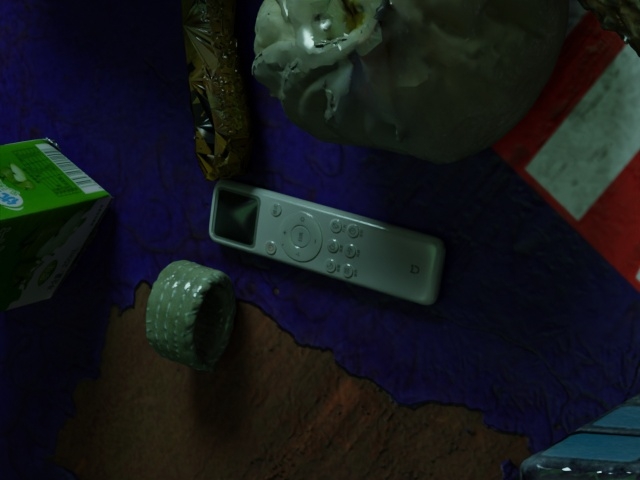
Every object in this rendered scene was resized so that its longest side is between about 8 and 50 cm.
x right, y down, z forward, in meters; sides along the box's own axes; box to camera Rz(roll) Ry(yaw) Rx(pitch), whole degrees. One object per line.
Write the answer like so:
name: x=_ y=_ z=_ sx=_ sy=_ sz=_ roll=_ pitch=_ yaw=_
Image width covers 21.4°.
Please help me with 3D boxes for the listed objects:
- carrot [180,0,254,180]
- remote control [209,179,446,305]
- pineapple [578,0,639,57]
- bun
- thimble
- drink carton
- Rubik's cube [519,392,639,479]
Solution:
carrot: x=-0.104 y=-0.173 z=1.644 sx=0.069 sy=0.069 sz=0.228 roll=-5 pitch=94 yaw=32
remote control: x=0.000 y=0.000 z=1.627 sx=0.261 sy=0.029 sz=0.067 roll=16 pitch=106 yaw=29
pineapple: x=0.323 y=-0.184 z=1.314 sx=0.202 sy=0.202 sz=0.362 roll=-42 pitch=87 yaw=30
bun: x=0.068 y=-0.190 z=1.451 sx=0.282 sy=0.205 sz=0.281 roll=7 pitch=103 yaw=30
thimble: x=-0.128 y=0.077 z=1.688 sx=0.062 sy=0.084 sz=0.110 roll=18 pitch=120 yaw=30
drink carton: x=-0.352 y=-0.003 z=1.701 sx=0.108 sy=0.271 sz=0.161 roll=43 pitch=117 yaw=18
Rubik's cube: x=0.352 y=0.286 z=1.301 sx=0.301 sy=0.305 sz=0.303 roll=0 pitch=100 yaw=31
